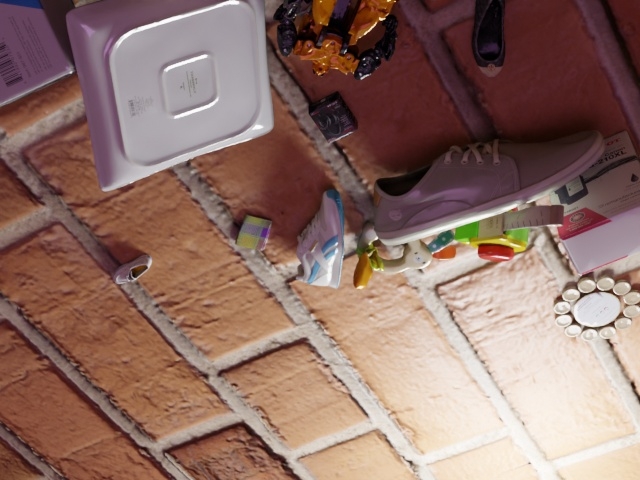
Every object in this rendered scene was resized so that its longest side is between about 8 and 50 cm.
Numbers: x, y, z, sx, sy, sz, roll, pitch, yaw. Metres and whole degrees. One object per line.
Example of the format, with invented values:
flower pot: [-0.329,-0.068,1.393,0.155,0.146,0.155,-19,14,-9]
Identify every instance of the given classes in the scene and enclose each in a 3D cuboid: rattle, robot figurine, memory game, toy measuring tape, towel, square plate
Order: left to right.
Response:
square plate: [-0.227,-0.265,1.736,0.344,0.049,0.347,-23,134,-23]
towel: [-0.133,-0.015,2.074,0.060,0.009,0.083,14,127,-9]
robot figurine: [0.046,-0.400,1.710,0.211,0.085,0.291,17,127,-12]
rattle: [0.171,0.038,2.037,0.200,0.143,0.130,13,110,-2]
toy measuring tape: [0.369,-0.023,1.929,0.121,0.121,0.330,30,162,-22]
memory game: [0.581,0.143,2.194,0.186,0.012,0.186,1,130,1]

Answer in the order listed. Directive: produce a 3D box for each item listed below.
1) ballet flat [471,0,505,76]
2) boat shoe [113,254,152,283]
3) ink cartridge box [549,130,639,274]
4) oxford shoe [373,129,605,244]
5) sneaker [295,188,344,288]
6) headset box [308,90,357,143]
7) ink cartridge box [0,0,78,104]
ballet flat: [0.285,-0.350,1.770,0.057,0.049,0.173,-5,129,6]
boat shoe: [-0.385,0.066,2.126,0.100,0.035,0.035,-28,124,21]
ink cartridge box: [0.508,-0.071,1.876,0.172,0.237,0.100,-24,122,19]
oxford shoe: [0.292,-0.120,1.900,0.449,0.169,0.130,-19,104,16]
sneaker: [0.000,0.000,2.037,0.092,0.087,0.228,5,127,-1]
headset box: [0.025,-0.220,1.891,0.062,0.032,0.083,-23,124,18]
ink cartridge box: [-0.555,-0.328,1.702,0.307,0.129,0.223,-20,102,17]
